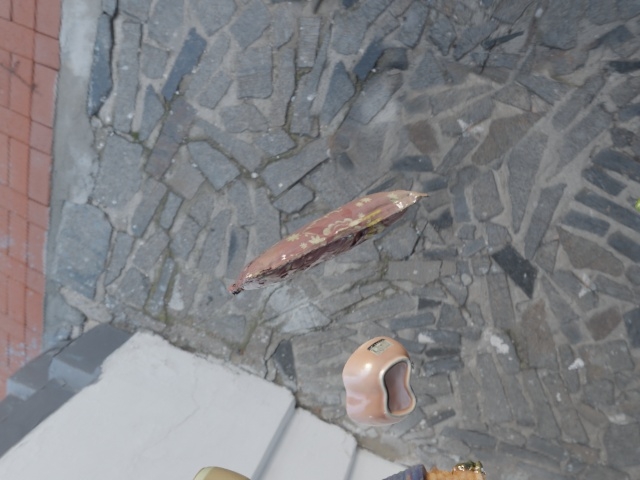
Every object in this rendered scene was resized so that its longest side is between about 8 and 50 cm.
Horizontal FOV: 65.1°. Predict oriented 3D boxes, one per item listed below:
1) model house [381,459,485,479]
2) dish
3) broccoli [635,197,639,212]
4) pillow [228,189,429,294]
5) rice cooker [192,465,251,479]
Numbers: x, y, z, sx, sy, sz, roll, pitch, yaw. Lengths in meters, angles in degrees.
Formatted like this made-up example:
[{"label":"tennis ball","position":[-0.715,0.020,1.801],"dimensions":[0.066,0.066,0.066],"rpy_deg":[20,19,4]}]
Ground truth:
[{"label":"model house","position":[0.155,0.438,0.735],"dimensions":[0.172,0.166,0.183],"rpy_deg":[1,118,3]},{"label":"dish","position":[0.157,0.334,1.163],"dimensions":[0.090,0.213,0.214],"rpy_deg":[-4,112,56]},{"label":"broccoli","position":[0.575,-0.088,0.678],"dimensions":[0.247,0.288,0.246],"rpy_deg":[38,152,8]},{"label":"pillow","position":[0.000,0.000,0.471],"dimensions":[0.184,0.118,0.043],"rpy_deg":[-24,88,-19]},{"label":"rice cooker","position":[-0.157,0.442,0.728],"dimensions":[0.127,0.145,0.207],"rpy_deg":[2,70,7]}]
